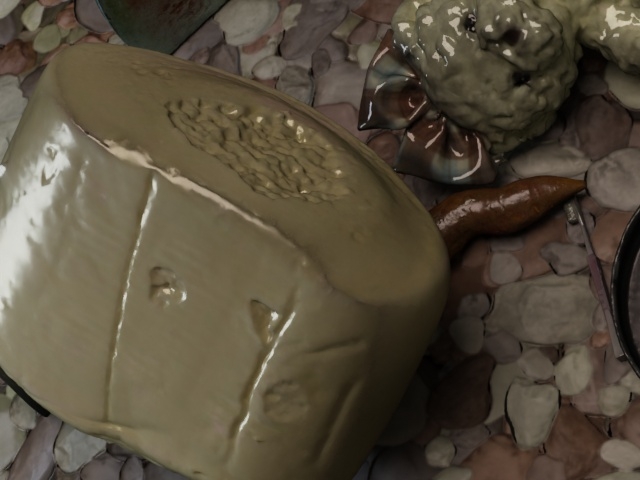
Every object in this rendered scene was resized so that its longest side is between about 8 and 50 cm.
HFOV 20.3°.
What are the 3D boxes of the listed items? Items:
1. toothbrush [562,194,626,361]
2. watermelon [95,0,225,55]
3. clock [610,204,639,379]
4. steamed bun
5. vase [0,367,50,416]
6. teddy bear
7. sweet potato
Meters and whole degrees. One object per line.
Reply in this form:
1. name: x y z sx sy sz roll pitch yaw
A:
1. toothbrush: 0.278 0.035 1.806 0.017 0.014 0.194 -28 55 20
2. watermelon: -0.154 -0.418 2.151 0.258 0.228 0.387 1 71 16
3. clock: 0.435 0.046 1.691 0.318 0.066 0.319 -11 60 21
4. steamed bun: -0.107 0.031 1.770 0.456 0.290 0.371 32 123 9
5. vase: -0.256 0.062 1.992 0.301 0.156 0.251 -43 82 -7
6. teddy bear: 0.236 -0.252 1.803 0.327 0.375 0.362 47 66 -2
7. sweet potato: 0.172 -0.028 1.866 0.218 0.051 0.065 -24 73 14
